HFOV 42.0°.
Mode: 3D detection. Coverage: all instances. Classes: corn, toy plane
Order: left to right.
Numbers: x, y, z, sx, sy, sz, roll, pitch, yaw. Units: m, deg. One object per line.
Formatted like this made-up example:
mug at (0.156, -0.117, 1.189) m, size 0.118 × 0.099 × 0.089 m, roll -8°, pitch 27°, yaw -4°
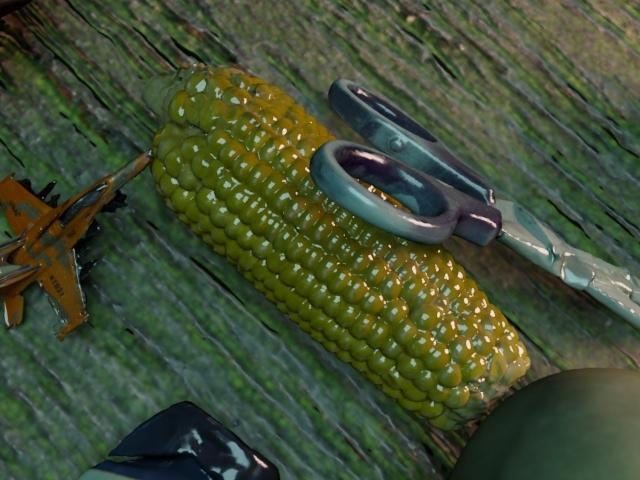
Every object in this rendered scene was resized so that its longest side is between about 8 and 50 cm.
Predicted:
toy plane at (-0.188, -0.010, 0.626) m, size 0.188 × 0.062 × 0.135 m, roll -34°, pitch 79°, yaw 9°
corn at (0.000, 0.000, 0.614) m, size 0.347 × 0.130 × 0.130 m, roll 44°, pitch 78°, yaw 5°

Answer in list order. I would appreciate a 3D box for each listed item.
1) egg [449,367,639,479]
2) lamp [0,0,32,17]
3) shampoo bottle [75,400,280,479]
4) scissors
egg at (0.197, 0.250, 0.495) m, size 0.258 × 0.258 × 0.352 m, roll -10°, pitch 68°, yaw -5°
lamp at (-0.322, -0.257, 0.608) m, size 0.246 × 0.247 × 0.247 m, roll 1°, pitch 77°, yaw -3°
shampoo bottle at (-0.179, 0.271, 0.565) m, size 0.134 × 0.078 × 0.360 m, roll 33°, pitch 77°, yaw 16°
scissors at (0.163, 0.007, 0.604) m, size 0.383 × 0.256 × 0.029 m, roll 31°, pitch 112°, yaw -7°
